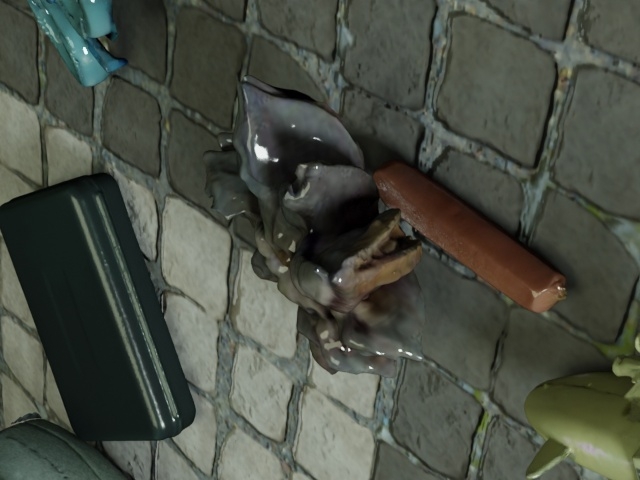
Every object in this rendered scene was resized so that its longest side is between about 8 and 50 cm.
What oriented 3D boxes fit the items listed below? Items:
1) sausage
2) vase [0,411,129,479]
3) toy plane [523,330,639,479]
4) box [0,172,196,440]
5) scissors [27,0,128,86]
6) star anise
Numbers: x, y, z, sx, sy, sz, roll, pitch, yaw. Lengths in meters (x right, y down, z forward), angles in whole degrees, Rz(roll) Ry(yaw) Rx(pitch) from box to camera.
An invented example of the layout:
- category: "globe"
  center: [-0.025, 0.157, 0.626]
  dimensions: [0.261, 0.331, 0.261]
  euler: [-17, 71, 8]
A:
- category: "sausage"
  center: [0.090, -0.003, 0.789]
  dimensions: [0.147, 0.030, 0.035]
  euler: [40, 136, 29]
- category: "vase"
  center: [-0.181, 0.378, 1.138]
  dimensions: [0.445, 0.250, 0.250]
  euler: [48, 138, 14]
- category: "toy plane"
  center: [0.201, 0.114, 0.681]
  dimensions: [0.244, 0.092, 0.229]
  euler: [7, 128, 43]
- category: "box"
  center: [-0.194, 0.062, 1.122]
  dimensions: [0.160, 0.050, 0.230]
  euler: [-11, 100, 50]
- category: "scissors"
  center: [-0.255, -0.276, 1.005]
  dimensions: [0.393, 0.032, 0.180]
  euler: [56, 160, 18]
- category: "star anise"
  center: [0.000, 0.000, 0.801]
  dimensions: [0.229, 0.093, 0.236]
  euler: [64, 171, -19]
